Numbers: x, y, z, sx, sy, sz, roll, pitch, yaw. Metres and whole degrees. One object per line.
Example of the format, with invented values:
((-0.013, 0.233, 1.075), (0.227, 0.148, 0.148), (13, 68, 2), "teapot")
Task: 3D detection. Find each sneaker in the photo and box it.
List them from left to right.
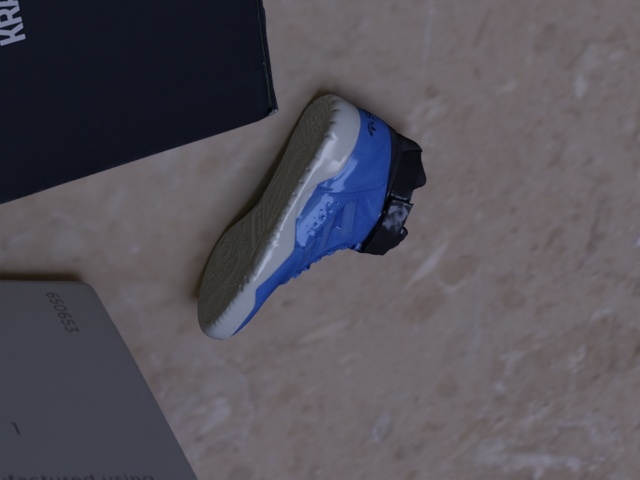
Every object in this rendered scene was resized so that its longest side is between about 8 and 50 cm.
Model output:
((0.000, 0.000, 1.063), (0.084, 0.058, 0.152), (25, 102, -30), "sneaker")

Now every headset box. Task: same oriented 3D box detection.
((-0.132, -0.183, 0.708), (0.131, 0.283, 0.246), (-19, 129, -15), "headset box")

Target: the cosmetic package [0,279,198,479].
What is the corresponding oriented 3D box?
((-0.252, 0.261, 0.934), (0.329, 0.327, 0.393), (1, 123, -29), "cosmetic package")
